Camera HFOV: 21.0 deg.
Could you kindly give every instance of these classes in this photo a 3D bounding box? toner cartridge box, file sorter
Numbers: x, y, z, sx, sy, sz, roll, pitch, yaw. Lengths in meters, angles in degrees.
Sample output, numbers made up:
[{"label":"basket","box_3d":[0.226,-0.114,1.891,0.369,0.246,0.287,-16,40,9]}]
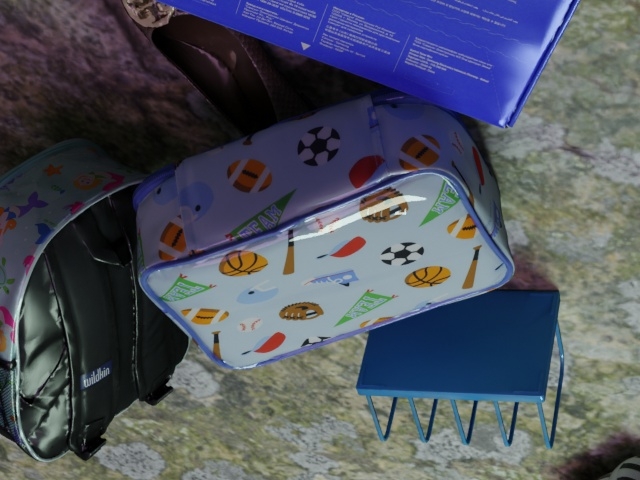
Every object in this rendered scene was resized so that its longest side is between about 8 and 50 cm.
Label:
[{"label":"toner cartridge box","box_3d":[0.015,-0.217,1.295,0.348,0.075,0.165,20,137,-4]},{"label":"file sorter","box_3d":[0.136,0.122,1.593,0.170,0.118,0.104,1,140,18]}]

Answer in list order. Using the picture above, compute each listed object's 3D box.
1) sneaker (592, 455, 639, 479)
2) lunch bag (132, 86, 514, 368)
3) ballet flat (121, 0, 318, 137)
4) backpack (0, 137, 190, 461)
[{"label":"sneaker","box_3d":[0.346,0.334,1.778,0.162,0.106,0.281,-23,116,43]},{"label":"lunch bag","box_3d":[0.000,0.000,1.446,0.303,0.115,0.243,-17,148,15]},{"label":"ballet flat","box_3d":[-0.080,-0.139,1.422,0.084,0.058,0.250,-18,129,35]},{"label":"backpack","box_3d":[-0.231,0.037,1.539,0.191,0.225,0.253,32,138,26]}]
